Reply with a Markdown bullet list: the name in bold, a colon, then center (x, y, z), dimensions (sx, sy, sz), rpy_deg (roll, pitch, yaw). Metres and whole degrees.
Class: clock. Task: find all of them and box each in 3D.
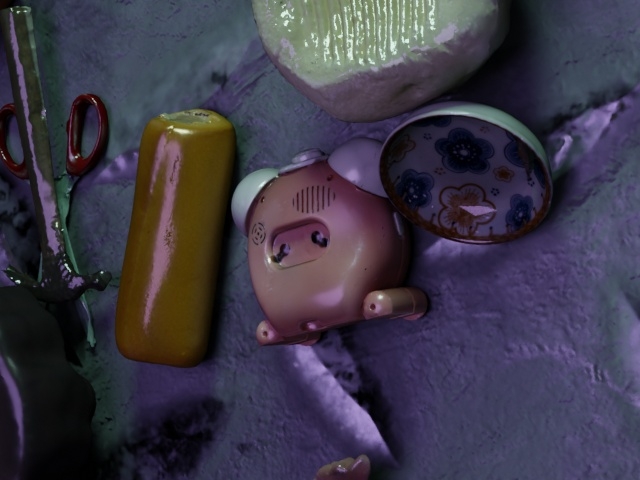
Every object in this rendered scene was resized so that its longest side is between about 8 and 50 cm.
- **clock**: center (0.000, 0.000, 1.239), dimensions (0.166, 0.093, 0.162), rpy_deg (-17, 79, 32)

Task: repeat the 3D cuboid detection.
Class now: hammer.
- **hammer**: center (-0.275, -0.086, 1.427), dimensions (0.125, 0.027, 0.297), rpy_deg (-10, 88, 27)

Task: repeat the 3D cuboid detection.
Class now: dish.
- **dish**: center (0.124, -0.072, 1.171), dimensions (0.141, 0.078, 0.141), rpy_deg (13, 139, 12)

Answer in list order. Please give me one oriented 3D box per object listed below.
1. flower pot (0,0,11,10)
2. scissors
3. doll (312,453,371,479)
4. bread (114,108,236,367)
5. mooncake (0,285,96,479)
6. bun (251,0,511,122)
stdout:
- **flower pot**: center (-0.402, -0.281, 1.451), dimensions (0.173, 0.190, 0.190), rpy_deg (43, 112, 10)
- **scissors**: center (-0.263, -0.017, 1.448), dimensions (0.144, 0.017, 0.247), rpy_deg (-3, 90, 33)
- **doll**: center (0.079, 0.290, 1.189), dimensions (0.211, 0.093, 0.262), rpy_deg (-40, 73, 33)
- **bread**: center (-0.137, -0.003, 1.335), dimensions (0.092, 0.074, 0.239), rpy_deg (12, 96, 37)
- **mooncake**: center (-0.341, 0.172, 1.424), dimensions (0.283, 0.141, 0.283), rpy_deg (4, 97, 31)
- **bun**: center (0.056, -0.202, 1.175), dimensions (0.231, 0.133, 0.231), rpy_deg (-4, 79, 24)
